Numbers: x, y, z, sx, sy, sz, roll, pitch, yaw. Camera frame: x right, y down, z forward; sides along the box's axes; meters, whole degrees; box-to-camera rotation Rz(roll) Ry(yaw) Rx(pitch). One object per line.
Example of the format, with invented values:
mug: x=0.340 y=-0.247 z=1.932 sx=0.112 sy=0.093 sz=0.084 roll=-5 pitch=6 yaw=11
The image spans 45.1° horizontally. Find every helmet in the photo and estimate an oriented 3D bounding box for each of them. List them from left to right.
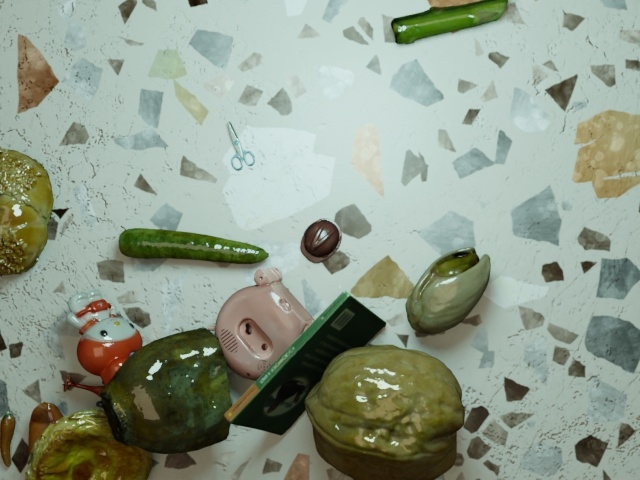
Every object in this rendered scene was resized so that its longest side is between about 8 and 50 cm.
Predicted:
helmet: x=0.000 y=0.000 z=1.812 sx=0.089 sy=0.057 sz=0.111 roll=35 pitch=91 yaw=2

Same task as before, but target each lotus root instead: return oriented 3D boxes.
lotus root: x=-0.342 y=0.351 z=1.711 sx=0.260 sy=0.149 sz=0.267 roll=-7 pitch=97 yaw=-34

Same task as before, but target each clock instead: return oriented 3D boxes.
clock: x=-0.140 y=0.214 z=1.770 sx=0.241 sy=0.142 sz=0.227 roll=-43 pitch=81 yaw=11

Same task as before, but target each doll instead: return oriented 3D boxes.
doll: x=-0.487 y=0.250 z=1.791 sx=0.130 sy=0.161 sz=0.290 roll=-42 pitch=73 yaw=30

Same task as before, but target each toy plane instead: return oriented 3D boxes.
toy plane: x=-0.524 y=0.350 z=1.837 sx=0.194 sy=0.077 sz=0.126 roll=30 pitch=83 yaw=13

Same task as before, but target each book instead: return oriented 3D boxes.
book: x=-0.025 y=0.280 z=1.714 sx=0.371 sy=0.260 sz=0.043 roll=-46 pitch=61 yaw=1

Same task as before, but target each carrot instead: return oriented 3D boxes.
carrot: x=-0.761 y=0.480 z=1.868 sx=0.035 sy=0.035 sz=0.142 roll=6 pitch=96 yaw=4
carrot: x=-0.300 y=0.017 z=1.827 sx=0.359 sy=0.074 sz=0.074 roll=5 pitch=89 yaw=3

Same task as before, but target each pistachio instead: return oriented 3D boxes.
pistachio: x=0.294 y=0.116 z=1.754 sx=0.238 sy=0.153 sz=0.138 roll=-51 pitch=46 yaw=-1

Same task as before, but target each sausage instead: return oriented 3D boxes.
sausage: x=-0.652 y=0.474 z=1.839 sx=0.089 sy=0.089 sz=0.179 roll=0 pitch=85 yaw=4

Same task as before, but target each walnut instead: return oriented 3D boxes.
walnut: x=0.135 y=0.380 z=1.679 sx=0.344 sy=0.306 sz=0.306 roll=8 pitch=89 yaw=5

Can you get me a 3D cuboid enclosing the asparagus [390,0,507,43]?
asparagus: x=0.303 y=-0.518 z=1.804 sx=0.278 sy=0.060 sz=0.067 roll=-10 pitch=69 yaw=4

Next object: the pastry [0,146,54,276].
pastry: x=-0.771 y=-0.068 z=1.818 sx=0.255 sy=0.162 sz=0.310 roll=4 pitch=90 yaw=2

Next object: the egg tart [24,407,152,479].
egg tart: x=-0.537 y=0.510 z=1.784 sx=0.295 sy=0.116 sz=0.294 roll=-8 pitch=110 yaw=-24

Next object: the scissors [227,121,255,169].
scissors: x=-0.201 y=-0.230 z=1.853 sx=0.058 sy=0.014 sz=0.119 roll=-21 pitch=91 yaw=2
